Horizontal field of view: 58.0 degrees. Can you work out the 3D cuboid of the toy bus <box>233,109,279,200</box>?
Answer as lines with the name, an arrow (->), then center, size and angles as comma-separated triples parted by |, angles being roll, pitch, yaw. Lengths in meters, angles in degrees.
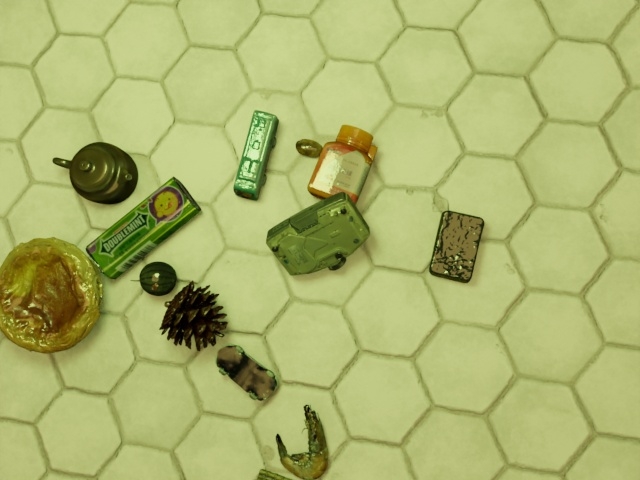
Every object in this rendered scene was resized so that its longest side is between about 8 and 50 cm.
toy bus -> -0.194, -0.254, 1.723 | 0.091, 0.109, 0.261 | 13, 88, 1

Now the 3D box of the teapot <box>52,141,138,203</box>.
teapot -> -0.680, -0.211, 1.737 | 0.268, 0.175, 0.185 | 12, 84, 7

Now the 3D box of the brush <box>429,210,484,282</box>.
brush -> 0.390, 0.016, 1.656 | 0.123, 0.059, 0.197 | 13, 86, 9

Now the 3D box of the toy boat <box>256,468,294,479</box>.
toy boat -> -0.130, 0.710, 1.673 | 0.115, 0.016, 0.063 | 15, 86, 8

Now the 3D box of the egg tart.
egg tart -> -0.806, 0.161, 1.730 | 0.353, 0.150, 0.351 | 0, 91, 5

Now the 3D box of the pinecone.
pinecone -> -0.361, 0.223, 1.664 | 0.208, 0.208, 0.207 | -1, 85, 6

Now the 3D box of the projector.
projector -> 0.000, 0.000, 1.643 | 0.270, 0.088, 0.193 | -27, 117, 16

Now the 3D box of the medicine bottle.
medicine bottle -> 0.067, -0.216, 1.685 | 0.150, 0.112, 0.222 | 21, 88, 6

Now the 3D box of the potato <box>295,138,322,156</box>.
potato -> -0.035, -0.279, 1.738 | 0.084, 0.040, 0.051 | 13, 92, 8

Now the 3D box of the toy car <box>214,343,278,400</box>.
toy car -> -0.218, 0.383, 1.692 | 0.205, 0.056, 0.095 | 36, 90, 11

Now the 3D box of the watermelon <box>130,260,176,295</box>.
watermelon -> -0.497, 0.114, 1.717 | 0.133, 0.105, 0.105 | -2, 84, -15

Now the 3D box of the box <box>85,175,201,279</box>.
box -> -0.536, -0.036, 1.742 | 0.346, 0.097, 0.134 | -38, 81, 2

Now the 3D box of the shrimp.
shrimp -> -0.055, 0.583, 1.662 | 0.150, 0.051, 0.217 | -7, 88, 13
